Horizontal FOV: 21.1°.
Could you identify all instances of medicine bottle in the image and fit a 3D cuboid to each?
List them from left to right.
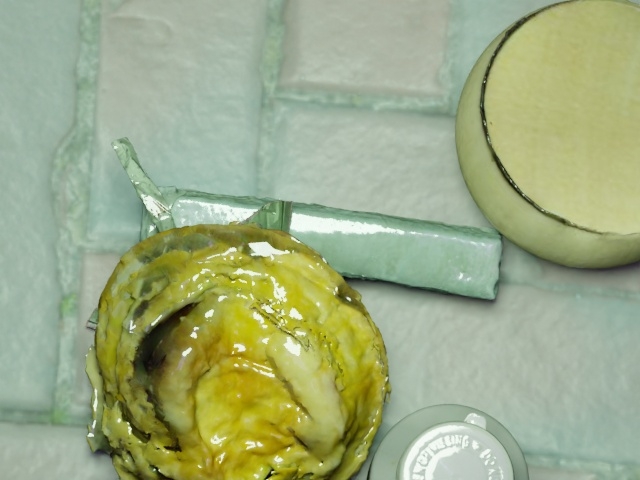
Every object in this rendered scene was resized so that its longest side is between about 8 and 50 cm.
[{"bbox_3d":[0.108,0.208,1.461,0.135,0.215,0.135,0,79,0],"label":"medicine bottle"}]

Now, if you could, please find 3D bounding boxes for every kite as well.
[{"bbox_3d":[-0.124,0.018,1.556,0.229,0.012,0.250,-28,103,11],"label":"kite"}]

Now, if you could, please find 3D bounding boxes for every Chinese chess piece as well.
[{"bbox_3d":[0.247,-0.098,1.565,0.250,0.103,0.249,2,72,-5],"label":"Chinese chess piece"}]

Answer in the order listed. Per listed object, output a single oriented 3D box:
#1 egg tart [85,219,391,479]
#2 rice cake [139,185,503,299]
[{"bbox_3d":[-0.082,0.131,1.499,0.297,0.132,0.297,1,101,4],"label":"egg tart"},{"bbox_3d":[0.000,0.000,1.578,0.336,0.063,0.066,8,97,0],"label":"rice cake"}]
